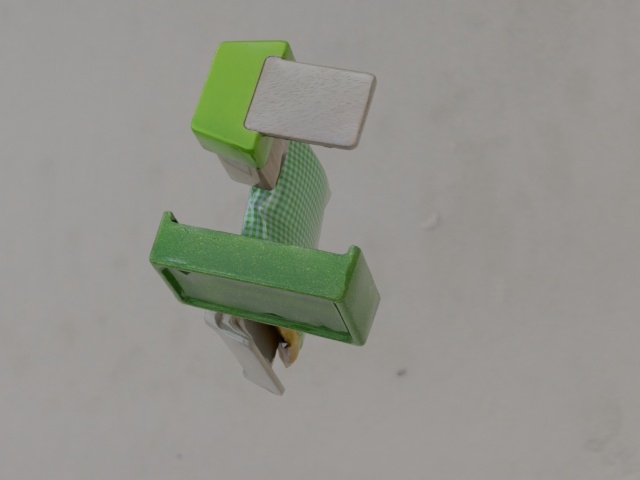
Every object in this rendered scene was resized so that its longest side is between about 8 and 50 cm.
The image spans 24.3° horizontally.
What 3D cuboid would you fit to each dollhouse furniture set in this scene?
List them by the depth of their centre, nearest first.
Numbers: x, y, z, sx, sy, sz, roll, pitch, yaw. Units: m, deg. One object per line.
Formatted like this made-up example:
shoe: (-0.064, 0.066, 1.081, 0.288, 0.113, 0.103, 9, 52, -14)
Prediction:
dollhouse furniture set: (0.000, 0.000, 1.192, 0.151, 0.301, 0.197, 10, 69, 16)
